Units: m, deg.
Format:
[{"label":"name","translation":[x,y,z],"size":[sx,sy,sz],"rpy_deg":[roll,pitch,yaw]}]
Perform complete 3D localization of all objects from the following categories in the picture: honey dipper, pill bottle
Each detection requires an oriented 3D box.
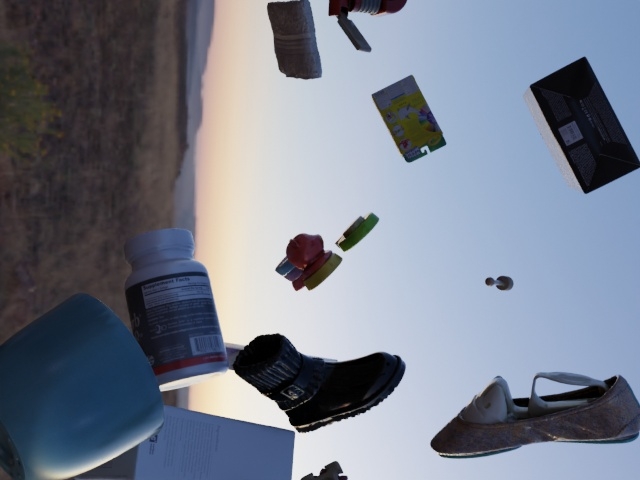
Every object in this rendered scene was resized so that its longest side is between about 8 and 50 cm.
[{"label":"honey dipper","translation":[0.338,0.079,1.490],"size":[0.160,0.030,0.030],"rpy_deg":[13,78,-64]},{"label":"pill bottle","translation":[-0.360,0.168,1.905],"size":[0.210,0.210,0.363],"rpy_deg":[120,-43,-71]}]

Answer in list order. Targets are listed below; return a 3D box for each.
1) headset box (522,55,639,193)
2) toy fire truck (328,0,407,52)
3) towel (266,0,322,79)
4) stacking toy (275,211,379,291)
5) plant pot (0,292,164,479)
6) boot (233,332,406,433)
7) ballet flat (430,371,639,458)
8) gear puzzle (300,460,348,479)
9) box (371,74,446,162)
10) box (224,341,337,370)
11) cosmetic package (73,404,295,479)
[{"label":"headset box","translation":[0.482,-0.212,1.476],"size":[0.218,0.110,0.293],"rpy_deg":[63,13,0]},{"label":"toy fire truck","translation":[0.111,-0.570,1.875],"size":[0.158,0.217,0.246],"rpy_deg":[-161,-107,-63]},{"label":"towel","translation":[-0.068,-0.494,1.913],"size":[0.282,0.049,0.187],"rpy_deg":[-143,-140,-66]},{"label":"stacking toy","translation":[0.000,0.000,2.100],"size":[0.279,0.130,0.309],"rpy_deg":[-46,-174,-16]},{"label":"plant pot","translation":[-0.450,0.273,1.336],"size":[0.293,0.235,0.293],"rpy_deg":[26,-49,34]},{"label":"boot","translation":[-0.004,0.298,1.819],"size":[0.260,0.348,0.131],"rpy_deg":[52,20,-23]},{"label":"ballet flat","translation":[0.307,0.250,1.160],"size":[0.107,0.316,0.106],"rpy_deg":[-41,117,-68]},{"label":"gear puzzle","translation":[-0.083,0.529,1.349],"size":[0.175,0.339,0.044],"rpy_deg":[57,-10,47]},{"label":"box","translation":[0.198,-0.265,1.734],"size":[0.043,0.105,0.179],"rpy_deg":[50,15,-77]},{"label":"box","translation":[-0.118,0.330,2.094],"size":[0.067,0.324,0.063],"rpy_deg":[-25,122,-79]},{"label":"cosmetic package","translation":[-0.293,0.483,1.768],"size":[0.230,0.453,0.161],"rpy_deg":[-14,-117,40]}]
